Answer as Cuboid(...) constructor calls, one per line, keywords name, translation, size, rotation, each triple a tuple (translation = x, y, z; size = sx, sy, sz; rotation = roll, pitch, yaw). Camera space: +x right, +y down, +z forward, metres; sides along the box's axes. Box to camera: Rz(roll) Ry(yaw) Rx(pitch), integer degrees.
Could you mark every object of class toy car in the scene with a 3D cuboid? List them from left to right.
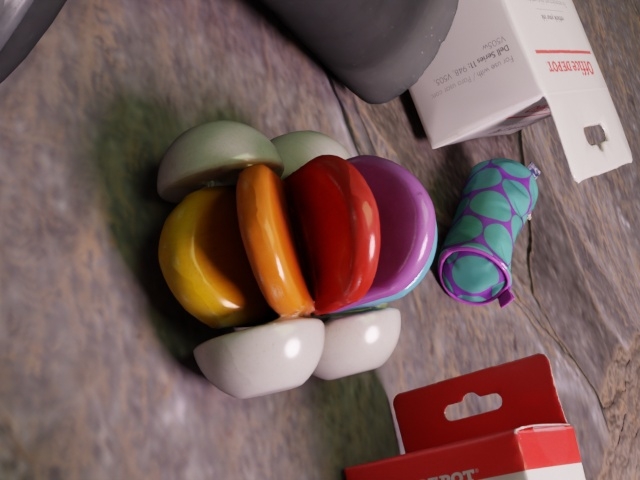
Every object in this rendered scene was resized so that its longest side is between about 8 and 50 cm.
Cuboid(name="toy car", translation=(0.000, 0.000, 0.568), size=(0.182, 0.136, 0.159), rotation=(-1, 72, -53))

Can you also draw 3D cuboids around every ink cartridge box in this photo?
Cuboid(name="ink cartridge box", translation=(0.097, 0.195, 0.592), size=(0.078, 0.134, 0.231), rotation=(10, 63, -50))
Cuboid(name="ink cartridge box", translation=(0.151, -0.207, 0.890), size=(0.207, 0.119, 0.353), rotation=(-16, 84, -57))

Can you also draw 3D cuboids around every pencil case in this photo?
Cuboid(name="pencil case", translation=(0.147, -0.010, 0.829), size=(0.070, 0.064, 0.151), rotation=(38, 41, -6))

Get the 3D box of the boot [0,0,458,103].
Cuboid(name="boot", translation=(-0.056, -0.183, 0.590), size=(0.445, 0.146, 0.366), rotation=(26, 84, -65))
